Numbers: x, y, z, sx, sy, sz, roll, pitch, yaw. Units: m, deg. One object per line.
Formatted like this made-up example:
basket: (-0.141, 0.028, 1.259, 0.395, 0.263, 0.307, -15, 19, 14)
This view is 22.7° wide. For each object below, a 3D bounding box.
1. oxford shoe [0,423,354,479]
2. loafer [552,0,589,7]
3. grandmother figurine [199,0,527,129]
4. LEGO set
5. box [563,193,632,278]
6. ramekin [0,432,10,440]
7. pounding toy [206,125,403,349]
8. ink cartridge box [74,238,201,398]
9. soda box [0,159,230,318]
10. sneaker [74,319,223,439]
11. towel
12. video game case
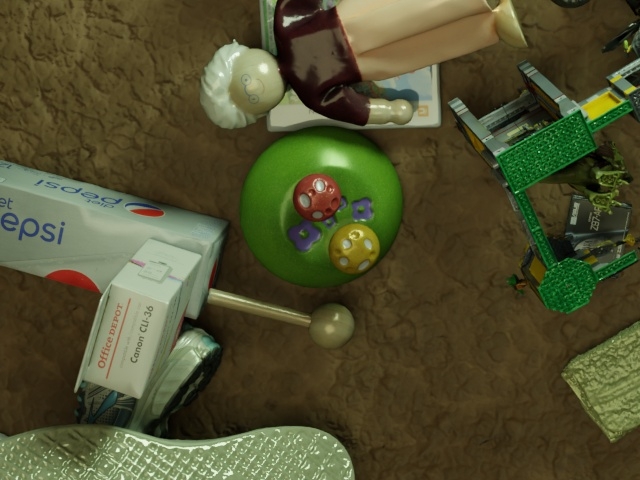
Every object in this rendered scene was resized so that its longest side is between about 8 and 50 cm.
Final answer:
oxford shoe: (-0.182, 0.287, 1.746, 0.449, 0.130, 0.169, -1, 67, -24)
loafer: (0.308, -0.321, 1.614, 0.220, 0.078, 0.080, -38, 93, 3)
grandmother figurine: (0.029, -0.210, 1.667, 0.342, 0.104, 0.207, -21, 92, 11)
LEGO set: (0.293, -0.101, 1.661, 0.331, 0.192, 0.255, -36, 117, 4)
box: (0.300, -0.004, 1.742, 0.067, 0.018, 0.083, 11, 106, 5)
ramekin: (-0.427, 0.336, 1.894, 0.207, 0.109, 0.207, 2, 105, 8)
pounding toy: (0.000, 0.000, 1.711, 0.183, 0.110, 0.237, 19, 100, -16)
ink cartridge box: (-0.188, 0.085, 1.651, 0.067, 0.198, 0.115, 19, 109, 3)
soda box: (-0.254, -0.003, 1.789, 0.286, 0.091, 0.098, 16, 107, 4)
sneaker: (-0.232, 0.191, 1.846, 0.122, 0.110, 0.283, 43, 105, 16)
towel: (0.353, 0.148, 1.769, 0.148, 0.027, 0.110, -33, 96, 16)
video game case: (0.031, -0.225, 1.724, 0.193, 0.023, 0.212, -1, 104, 9)
